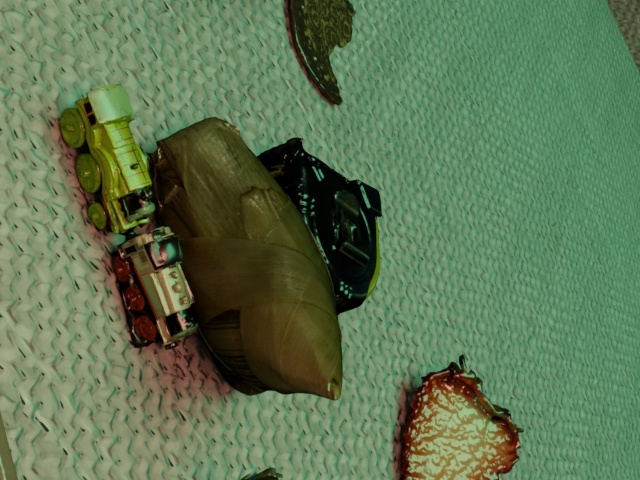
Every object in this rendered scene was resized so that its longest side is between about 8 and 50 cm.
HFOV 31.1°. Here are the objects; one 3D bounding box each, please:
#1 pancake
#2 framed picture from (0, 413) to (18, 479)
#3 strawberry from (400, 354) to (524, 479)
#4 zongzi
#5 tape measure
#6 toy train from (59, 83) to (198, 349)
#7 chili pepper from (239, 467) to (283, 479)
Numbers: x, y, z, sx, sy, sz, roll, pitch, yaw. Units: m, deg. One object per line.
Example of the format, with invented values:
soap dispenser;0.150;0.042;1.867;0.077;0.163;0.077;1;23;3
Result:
pancake;0.012;-0.279;1.568;0.190;0.020;0.184;-33;102;-57
framed picture;-0.325;0.103;0.830;0.213;0.016;0.289;-1;72;-57
strawberry;0.152;0.265;1.458;0.167;0.087;0.208;48;60;-1
zongzi;-0.064;0.012;1.074;0.274;0.145;0.300;66;-10;-4
tape measure;0.000;0.000;1.319;0.199;0.112;0.186;28;54;-47
toy train;-0.176;-0.017;1.080;0.053;0.085;0.250;-21;92;-42
chili pepper;-0.058;0.333;1.003;0.173;0.165;0.261;-14;89;-40
